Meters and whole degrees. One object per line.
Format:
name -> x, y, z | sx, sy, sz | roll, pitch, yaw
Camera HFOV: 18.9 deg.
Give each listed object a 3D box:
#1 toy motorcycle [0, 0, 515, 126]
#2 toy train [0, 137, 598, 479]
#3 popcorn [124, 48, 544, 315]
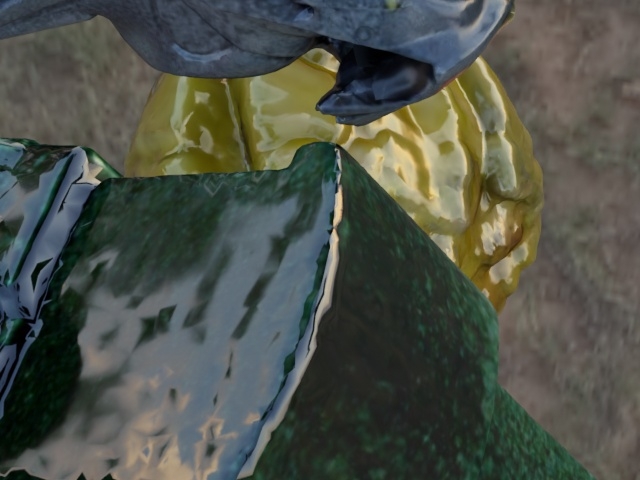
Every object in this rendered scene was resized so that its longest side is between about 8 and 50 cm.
toy motorcycle -> -0.040, -0.119, 0.682 | 0.307, 0.173, 0.108 | 5, 39, 13
toy train -> -0.005, 0.092, 0.572 | 0.178, 0.330, 0.138 | -2, 58, 39
popcorn -> 0.000, 0.000, 1.125 | 0.225, 0.265, 0.332 | 1, 64, 33
